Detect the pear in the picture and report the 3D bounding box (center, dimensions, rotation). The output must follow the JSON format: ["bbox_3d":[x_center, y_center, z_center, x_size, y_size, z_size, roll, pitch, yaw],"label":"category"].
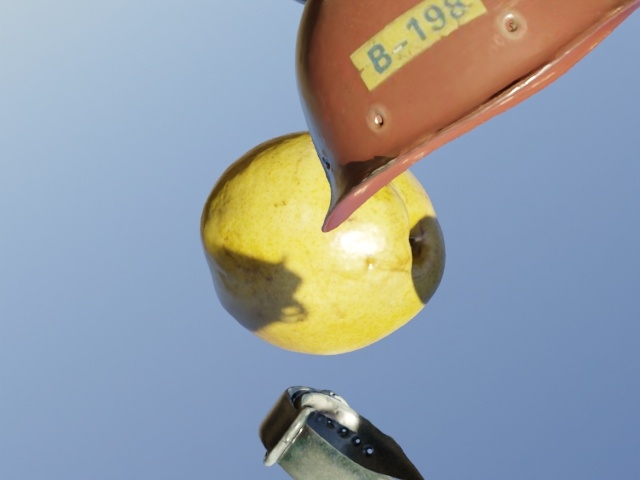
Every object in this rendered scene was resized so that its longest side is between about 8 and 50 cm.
[{"bbox_3d":[0.000,0.000,2.099,0.314,0.314,0.314,-28,-162,10],"label":"pear"}]

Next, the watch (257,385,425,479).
[{"bbox_3d":[0.023,0.213,1.554,0.193,0.206,0.068,41,-82,30],"label":"watch"}]

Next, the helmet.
[{"bbox_3d":[0.102,-0.207,1.554,0.385,0.230,0.337,-33,179,20],"label":"helmet"}]

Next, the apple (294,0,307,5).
[{"bbox_3d":[0.046,-0.372,1.757,0.234,0.257,0.257,19,-131,36],"label":"apple"}]
